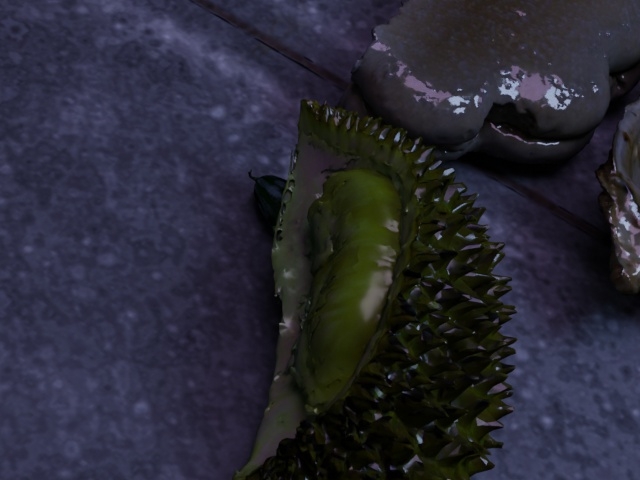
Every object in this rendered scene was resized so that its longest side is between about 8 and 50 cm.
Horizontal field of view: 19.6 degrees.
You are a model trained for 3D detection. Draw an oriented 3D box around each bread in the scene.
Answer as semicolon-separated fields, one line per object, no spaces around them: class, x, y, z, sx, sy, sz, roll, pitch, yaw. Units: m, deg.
bread;0.161;-0.160;1.469;0.183;0.102;0.337;31;49;12

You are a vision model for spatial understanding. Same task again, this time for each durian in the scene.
durian;0.037;0.062;1.228;0.169;0.158;0.352;-8;54;25

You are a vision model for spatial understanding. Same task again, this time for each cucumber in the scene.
cucumber;0.000;0.000;1.324;0.039;0.039;0.168;-29;64;-34

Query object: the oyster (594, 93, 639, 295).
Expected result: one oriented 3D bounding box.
oyster;0.329;-0.043;1.416;0.221;0.096;0.361;27;47;9
